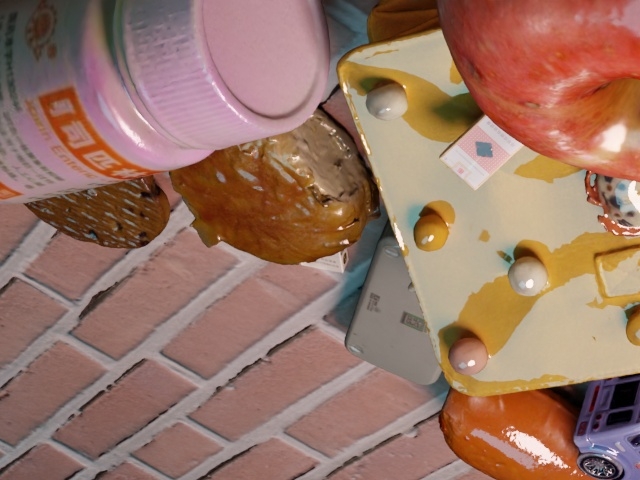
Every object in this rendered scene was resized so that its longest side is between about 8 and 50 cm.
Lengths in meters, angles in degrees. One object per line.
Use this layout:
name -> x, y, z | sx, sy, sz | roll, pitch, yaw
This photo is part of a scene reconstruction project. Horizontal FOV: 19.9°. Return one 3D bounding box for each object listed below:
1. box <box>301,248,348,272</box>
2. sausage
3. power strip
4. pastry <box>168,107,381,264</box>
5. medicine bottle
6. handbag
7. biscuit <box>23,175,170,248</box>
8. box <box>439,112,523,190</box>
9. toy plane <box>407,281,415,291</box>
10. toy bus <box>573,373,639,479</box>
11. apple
box -> 0.000, 0.000, 2.058 | 0.054, 0.024, 0.083 | 13, 146, 17
sausage -> 0.260, 0.240, 2.151 | 0.258, 0.133, 0.133 | 30, 145, -9
power strip -> 0.139, 0.081, 2.058 | 0.194, 0.059, 0.265 | 24, 146, 4
pastry -> -0.046, -0.062, 1.932 | 0.229, 0.100, 0.218 | 26, 142, 3
medicine bottle -> -0.197, -0.167, 1.770 | 0.388, 0.219, 0.219 | -10, 134, 37
handbag -> 0.198, -0.049, 1.706 | 0.283, 0.133, 0.401 | -8, 115, 23
biscuit -> -0.273, -0.065, 2.110 | 0.212, 0.036, 0.212 | 17, 145, 12
box -> 0.150, -0.086, 1.622 | 0.046, 0.012, 0.083 | 41, 119, -10
toy plane -> 0.190, -0.027, 1.849 | 0.262, 0.088, 0.192 | -31, 118, 33
toy bus -> 0.419, 0.262, 2.092 | 0.133, 0.125, 0.292 | -17, 129, 42
apple -> 0.261, -0.223, 1.329 | 0.364, 0.364, 0.364 | 15, 145, 11
